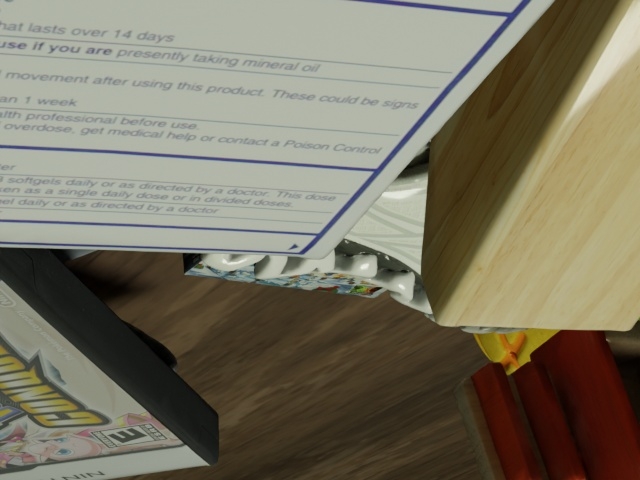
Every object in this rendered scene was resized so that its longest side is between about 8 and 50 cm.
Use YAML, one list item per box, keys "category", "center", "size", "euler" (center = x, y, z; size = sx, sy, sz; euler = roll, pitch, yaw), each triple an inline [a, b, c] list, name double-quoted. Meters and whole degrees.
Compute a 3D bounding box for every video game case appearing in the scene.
- category: "video game case"
  center: [-0.213, 0.071, 0.849]
  size: [0.248, 0.035, 0.275]
  euler: [-10, 152, 15]

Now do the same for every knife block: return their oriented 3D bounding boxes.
- category: "knife block"
  center: [0.126, -0.092, 0.558]
  size: [0.088, 0.276, 0.242]
  euler: [3, -175, -20]

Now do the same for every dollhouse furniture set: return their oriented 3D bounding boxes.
- category: "dollhouse furniture set"
  center: [0.196, 0.044, 0.804]
  size: [0.135, 0.262, 0.259]
  euler: [1, 150, -36]

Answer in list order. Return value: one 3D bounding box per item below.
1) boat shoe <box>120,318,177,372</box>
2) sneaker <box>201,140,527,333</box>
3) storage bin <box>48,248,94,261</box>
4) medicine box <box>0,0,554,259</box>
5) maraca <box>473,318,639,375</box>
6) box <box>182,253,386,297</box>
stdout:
- category: "boat shoe"
  center: [-0.193, 0.036, 0.962]
  size: [0.102, 0.108, 0.301]
  euler: [-45, 134, 7]
- category: "sneaker"
  center: [0.062, -0.028, 0.870]
  size: [0.292, 0.110, 0.118]
  euler: [9, 144, -34]
- category: "storage bin"
  center: [-0.134, -0.058, 0.749]
  size: [0.098, 0.091, 0.135]
  euler: [-19, 155, 29]
- category: "medicine box"
  center: [-0.080, -0.115, 0.550]
  size: [0.263, 0.149, 0.289]
  euler: [3, 156, -20]
- category: "maraca"
  center: [0.138, 0.045, 1.071]
  size: [0.185, 0.099, 0.127]
  euler: [12, 165, 27]
- category: "box"
  center: [0.000, 0.000, 1.006]
  size: [0.137, 0.027, 0.094]
  euler: [8, 155, -32]
